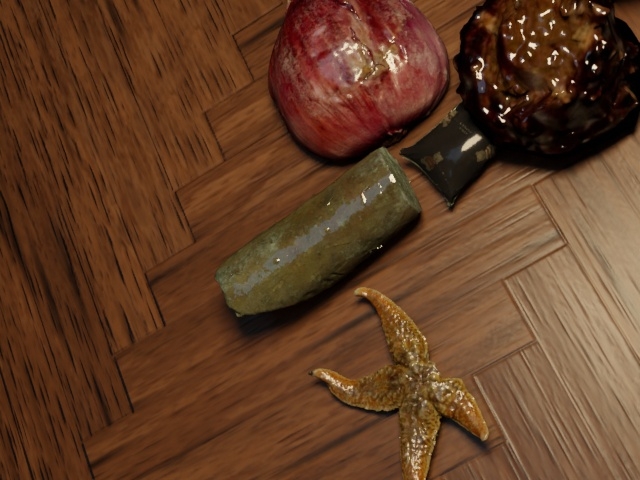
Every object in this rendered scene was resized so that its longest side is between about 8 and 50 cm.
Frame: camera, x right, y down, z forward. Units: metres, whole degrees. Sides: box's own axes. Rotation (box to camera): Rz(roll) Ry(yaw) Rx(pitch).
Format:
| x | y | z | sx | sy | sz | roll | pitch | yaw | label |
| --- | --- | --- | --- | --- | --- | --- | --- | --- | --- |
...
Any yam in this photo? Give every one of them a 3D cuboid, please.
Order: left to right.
| x | y | z | sx | sy | sz | roll | pitch | yaw | label |
| --- | --- | --- | --- | --- | --- | --- | --- | --- | --- |
| 0.000 | 0.000 | 1.183 | 0.259 | 0.106 | 0.106 | -37 | 64 | 8 | yam |

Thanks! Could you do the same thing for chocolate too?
| x | y | z | sx | sy | sz | roll | pitch | yaw | label |
| --- | --- | --- | --- | --- | --- | --- | --- | --- | --- |
| 0.251 | -0.221 | 1.080 | 0.224 | 0.177 | 0.206 | 16 | 70 | 16 | chocolate |

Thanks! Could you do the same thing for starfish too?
| x | y | z | sx | sy | sz | roll | pitch | yaw | label |
| --- | --- | --- | --- | --- | --- | --- | --- | --- | --- |
| 0.086 | 0.174 | 1.130 | 0.138 | 0.050 | 0.247 | -42 | 57 | 6 | starfish |

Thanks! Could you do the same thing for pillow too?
| x | y | z | sx | sy | sz | roll | pitch | yaw | label |
| --- | --- | --- | --- | --- | --- | --- | --- | --- | --- |
| 0.178 | -0.124 | 1.180 | 0.150 | 0.048 | 0.090 | -44 | 56 | 3 | pillow |

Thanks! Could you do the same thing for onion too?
| x | y | z | sx | sy | sz | roll | pitch | yaw | label |
| --- | --- | --- | --- | --- | --- | --- | --- | --- | --- |
| 0.020 | -0.248 | 1.243 | 0.227 | 0.120 | 0.284 | -35 | 64 | 3 | onion |
